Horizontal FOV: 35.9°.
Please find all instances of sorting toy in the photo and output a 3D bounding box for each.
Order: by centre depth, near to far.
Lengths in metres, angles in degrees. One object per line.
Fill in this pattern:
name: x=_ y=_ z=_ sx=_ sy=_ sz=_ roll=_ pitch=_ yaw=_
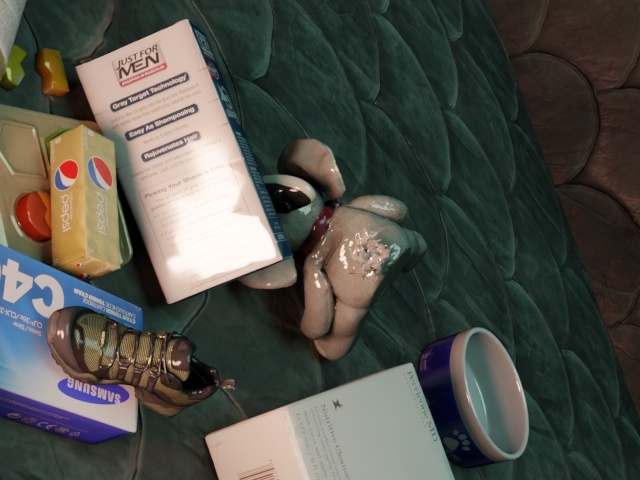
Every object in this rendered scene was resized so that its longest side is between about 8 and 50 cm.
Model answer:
sorting toy: x=-0.351 y=-0.114 z=1.250 sx=0.229 sy=0.041 sz=0.307 roll=1 pitch=70 yaw=-58

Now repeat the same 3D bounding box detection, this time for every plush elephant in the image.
plush elephant: x=0.000 y=0.000 z=1.568 sx=0.255 sy=0.271 sz=0.330 roll=35 pitch=-11 yaw=13

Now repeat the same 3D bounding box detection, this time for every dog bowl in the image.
dog bowl: x=0.304 y=0.310 z=1.949 sx=0.265 sy=0.104 sz=0.264 roll=36 pitch=42 yaw=-42

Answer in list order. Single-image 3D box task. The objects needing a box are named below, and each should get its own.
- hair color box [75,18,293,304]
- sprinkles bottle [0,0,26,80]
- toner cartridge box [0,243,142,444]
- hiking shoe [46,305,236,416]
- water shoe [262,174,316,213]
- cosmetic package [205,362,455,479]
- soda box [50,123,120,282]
hair color box: x=-0.183 y=-0.105 z=1.359 sx=0.105 sy=0.174 sz=0.347 roll=-17 pitch=85 yaw=-83
sprinkles bottle: x=-0.415 y=-0.285 z=1.181 sx=0.121 sy=0.121 sz=0.355 roll=38 pitch=41 yaw=-40
toner cartridge box: x=-0.347 y=0.099 z=1.082 sx=0.348 sy=0.075 sz=0.165 roll=32 pitch=46 yaw=-45
hiking shoe: x=-0.199 y=0.124 z=1.112 sx=0.227 sy=0.114 sz=0.086 roll=35 pitch=43 yaw=-43
water shoe: x=-0.103 y=-0.044 z=1.452 sx=0.073 sy=0.203 sz=0.080 roll=54 pitch=38 yaw=-53
cosmetic package: x=0.029 y=0.325 z=1.451 sx=0.385 sy=0.156 sz=0.217 roll=-10 pitch=77 yaw=-58
soda box: x=-0.290 y=-0.045 z=1.212 sx=0.061 sy=0.058 sz=0.181 roll=30 pitch=45 yaw=-53
